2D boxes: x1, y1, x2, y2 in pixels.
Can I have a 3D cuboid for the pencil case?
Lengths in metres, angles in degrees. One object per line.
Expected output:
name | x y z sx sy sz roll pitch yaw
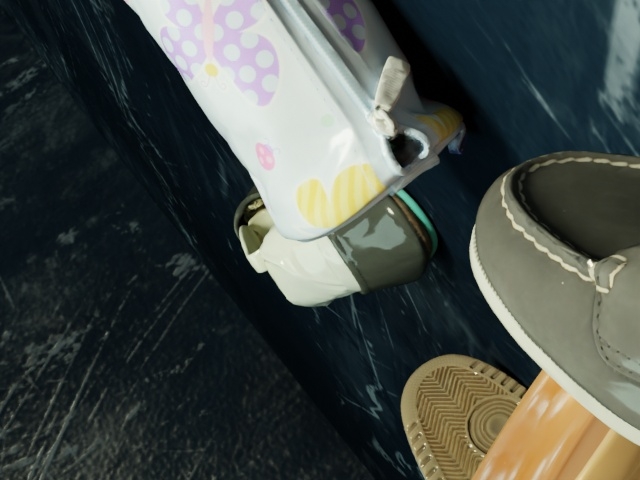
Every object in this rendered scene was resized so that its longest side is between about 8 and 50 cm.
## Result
pencil case | -0.042 -0.130 0.926 0.273 0.113 0.124 54 178 -5

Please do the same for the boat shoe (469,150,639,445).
boat shoe | 0.173 0.040 0.534 0.335 0.112 0.095 41 141 39

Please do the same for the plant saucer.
plant saucer | 0.108 0.079 0.717 0.037 0.200 0.200 35 172 0

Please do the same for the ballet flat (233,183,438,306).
ballet flat | 0.000 0.000 1.303 0.095 0.096 0.280 55 171 -14

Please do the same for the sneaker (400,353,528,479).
sneaker | 0.162 0.212 1.291 0.282 0.099 0.153 48 170 22
